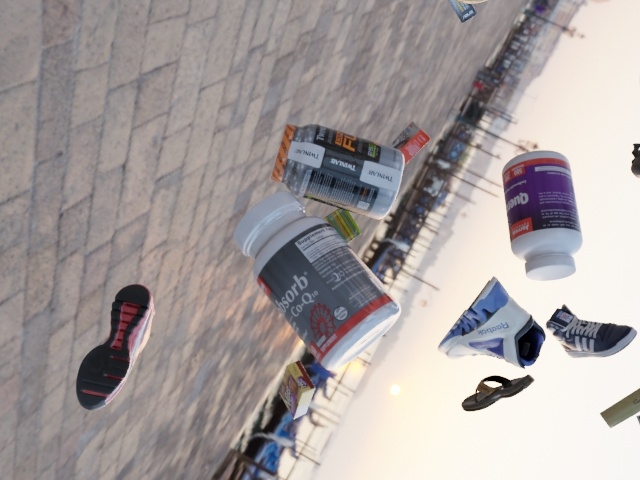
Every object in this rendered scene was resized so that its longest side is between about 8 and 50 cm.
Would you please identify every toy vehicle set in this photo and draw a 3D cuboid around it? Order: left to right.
[{"bbox_3d":[0.660,0.260,1.195,0.166,0.035,0.267,-19,152,-25],"label":"toy vehicle set"}]

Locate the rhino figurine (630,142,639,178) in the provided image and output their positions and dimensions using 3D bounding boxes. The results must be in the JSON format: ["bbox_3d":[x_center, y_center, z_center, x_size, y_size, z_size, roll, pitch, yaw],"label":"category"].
[{"bbox_3d":[1.030,-0.219,1.857,0.073,0.243,0.106,1,100,-61],"label":"rhino figurine"}]

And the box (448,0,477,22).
[{"bbox_3d":[0.427,-0.809,2.032,0.056,0.183,0.231,-30,-157,26],"label":"box"}]

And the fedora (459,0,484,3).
[{"bbox_3d":[0.401,-0.698,1.611,0.194,0.194,0.079,106,-22,-52],"label":"fedora"}]

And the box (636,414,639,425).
[{"bbox_3d":[0.877,0.444,1.512,0.207,0.036,0.114,-25,-139,22],"label":"box"}]

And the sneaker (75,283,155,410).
[{"bbox_3d":[-0.475,0.269,1.553,0.136,0.115,0.314,80,28,-63],"label":"sneaker"}]

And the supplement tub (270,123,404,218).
[{"bbox_3d":[0.041,-0.185,1.653,0.193,0.315,0.194,-164,-90,-83],"label":"supplement tub"}]

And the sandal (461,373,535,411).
[{"bbox_3d":[0.420,0.357,1.545,0.090,0.060,0.219,-27,170,-37],"label":"sandal"}]

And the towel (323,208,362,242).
[{"bbox_3d":[0.000,0.000,1.875,0.237,0.102,0.021,-34,174,-6],"label":"towel"}]

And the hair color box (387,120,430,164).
[{"bbox_3d":[0.257,-0.286,1.995,0.167,0.053,0.093,-46,-155,13],"label":"hair color box"}]

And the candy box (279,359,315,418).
[{"bbox_3d":[-0.078,0.483,2.061,0.053,0.109,0.187,-17,146,-28],"label":"candy box"}]

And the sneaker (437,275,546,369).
[{"bbox_3d":[0.387,0.223,1.422,0.127,0.182,0.315,-44,165,-25],"label":"sneaker"}]

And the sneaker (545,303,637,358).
[{"bbox_3d":[0.769,0.256,1.851,0.099,0.153,0.282,-41,179,-23],"label":"sneaker"}]

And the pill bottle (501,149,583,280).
[{"bbox_3d":[0.588,-0.065,1.692,0.181,0.181,0.323,96,-5,-67],"label":"pill bottle"}]

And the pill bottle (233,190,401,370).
[{"bbox_3d":[-0.016,0.080,1.379,0.210,0.363,0.210,-36,162,-14],"label":"pill bottle"}]
